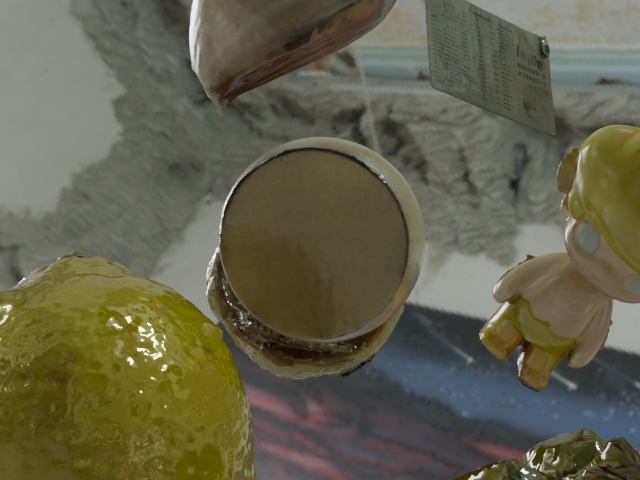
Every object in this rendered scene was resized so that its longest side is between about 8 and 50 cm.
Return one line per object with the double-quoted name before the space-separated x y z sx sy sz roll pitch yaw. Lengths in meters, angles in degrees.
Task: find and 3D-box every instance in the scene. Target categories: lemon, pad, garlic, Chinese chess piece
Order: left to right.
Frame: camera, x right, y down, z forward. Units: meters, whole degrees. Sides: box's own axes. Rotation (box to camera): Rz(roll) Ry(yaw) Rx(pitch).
"lemon" -0.236 0.195 1.126 0.349 0.350 0.387 102 -21 -62
"garlic" -0.001 -0.172 0.780 0.090 0.198 0.128 52 -17 18
"Chinese chess piece" 0.000 0.000 1.315 0.250 0.249 0.103 35 12 9
"pad" 0.238 -0.245 1.501 0.265 0.159 0.009 14 -23 -39

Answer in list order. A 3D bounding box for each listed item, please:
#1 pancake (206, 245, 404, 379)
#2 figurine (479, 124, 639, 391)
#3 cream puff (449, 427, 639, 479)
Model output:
"pancake" -0.015 0.057 1.447 0.282 0.282 0.049 29 -32 21
"figurine" 0.213 0.006 0.772 0.156 0.131 0.246 43 -59 -1
"cream puff" 0.248 0.308 1.037 0.378 0.378 0.275 17 -55 40
